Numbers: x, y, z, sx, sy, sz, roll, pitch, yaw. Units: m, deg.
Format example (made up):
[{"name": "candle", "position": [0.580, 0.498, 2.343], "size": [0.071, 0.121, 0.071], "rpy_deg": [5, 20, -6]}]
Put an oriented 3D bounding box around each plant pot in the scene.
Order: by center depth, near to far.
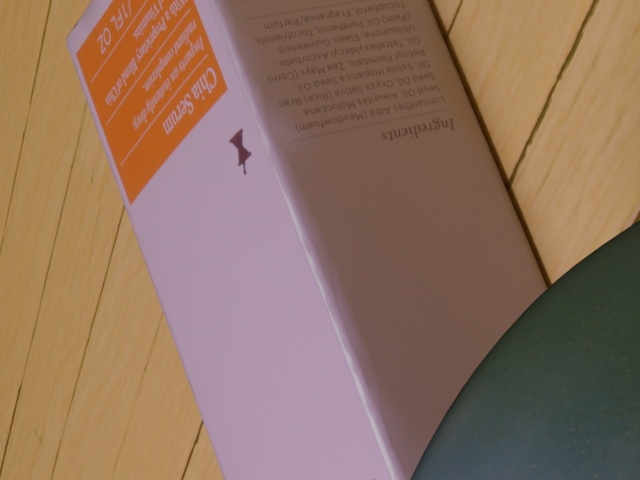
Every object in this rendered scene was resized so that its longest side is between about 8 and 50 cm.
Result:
[{"name": "plant pot", "position": [0.201, 0.090, 0.847], "size": [0.290, 0.290, 0.195], "rpy_deg": [-8, 58, 60]}]

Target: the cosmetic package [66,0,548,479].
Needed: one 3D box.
[{"name": "cosmetic package", "position": [0.000, 0.000, 1.215], "size": [0.230, 0.161, 0.453], "rpy_deg": [-43, 65, 56]}]
